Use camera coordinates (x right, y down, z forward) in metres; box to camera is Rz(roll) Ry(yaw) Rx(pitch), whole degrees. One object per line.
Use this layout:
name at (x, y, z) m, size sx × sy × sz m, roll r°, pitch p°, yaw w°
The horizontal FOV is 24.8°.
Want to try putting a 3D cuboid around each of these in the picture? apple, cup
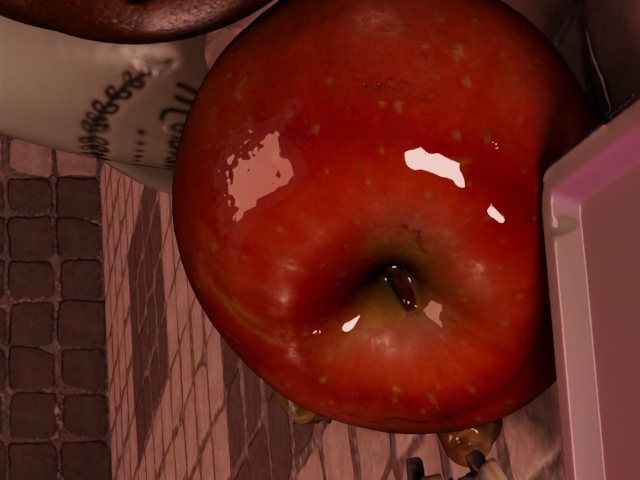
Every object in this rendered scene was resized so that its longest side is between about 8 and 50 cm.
apple at (0.031, -0.017, 0.582) m, size 0.168 × 0.180 × 0.181 m, roll -63°, pitch -17°, yaw -62°
cup at (-0.128, -0.119, 1.094) m, size 0.258 × 0.234 × 0.186 m, roll 107°, pitch 159°, yaw -53°

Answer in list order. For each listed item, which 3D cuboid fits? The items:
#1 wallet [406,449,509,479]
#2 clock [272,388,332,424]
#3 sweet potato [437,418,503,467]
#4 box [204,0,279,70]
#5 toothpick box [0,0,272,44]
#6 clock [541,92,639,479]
wallet at (0.067, 0.191, 0.527) m, size 0.231 × 0.069 × 0.170 m, roll 82°, pitch 174°, yaw -50°
clock at (0.000, 0.000, 0.930) m, size 0.237 × 0.057 × 0.237 m, roll 179°, pitch 90°, yaw -76°
sweet potato at (0.046, 0.065, 0.743) m, size 0.255 × 0.058 × 0.078 m, roll 161°, pitch 89°, yaw -79°
box at (-0.081, -0.255, 0.836) m, size 0.291 × 0.206 × 0.262 m, roll -31°, pitch 43°, yaw 59°
toothpick box at (-0.083, -0.220, 0.570) m, size 0.192 × 0.192 × 0.294 m, roll 115°, pitch 146°, yaw -58°
clock at (0.130, 0.022, 0.395) m, size 0.197 × 0.063 × 0.150 m, roll 133°, pitch 136°, yaw -69°
